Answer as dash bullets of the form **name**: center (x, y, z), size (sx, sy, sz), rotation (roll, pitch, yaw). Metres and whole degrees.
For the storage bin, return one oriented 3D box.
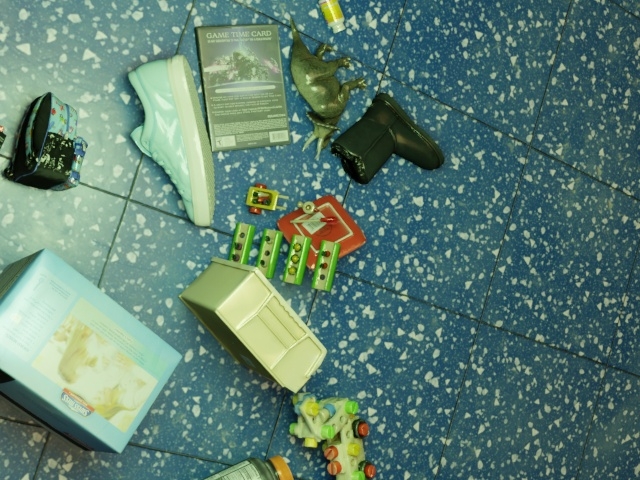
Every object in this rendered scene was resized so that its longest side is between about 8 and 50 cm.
- **storage bin**: center (-0.146, 0.179, 1.751), size (0.123, 0.262, 0.260), rotation (-45, 111, -17)

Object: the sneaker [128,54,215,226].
- **sneaker**: center (-0.317, -0.201, 1.740), size (0.150, 0.135, 0.365), rotation (-9, 104, 4)

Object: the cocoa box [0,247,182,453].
- **cocoa box**: center (-0.491, 0.217, 1.564), size (0.347, 0.228, 0.231), rotation (44, 57, -22)

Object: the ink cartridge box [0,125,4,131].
- **ink cartridge box**: center (-0.680, -0.174, 1.568), size (0.099, 0.056, 0.135), rotation (24, 82, -27)

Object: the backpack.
- **backpack**: center (-0.526, -0.193, 1.600), size (0.117, 0.158, 0.173), rotation (17, 73, -36)

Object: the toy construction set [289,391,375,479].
- **toy construction set**: center (0.018, 0.503, 1.917), size (0.215, 0.151, 0.327), rotation (-10, 106, -51)

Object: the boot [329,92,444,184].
- **boot**: center (0.159, -0.205, 1.982), size (0.246, 0.094, 0.207), rotation (45, 70, -17)

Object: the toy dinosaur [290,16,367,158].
- **toy dinosaur**: center (0.000, -0.363, 1.880), size (0.160, 0.121, 0.313), rotation (-36, 113, -34)

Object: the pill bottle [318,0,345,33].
- **pill bottle**: center (0.029, -0.531, 1.927), size (0.043, 0.043, 0.083), rotation (-30, 105, -23)

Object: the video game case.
- **video game case**: center (-0.172, -0.344, 1.843), size (0.196, 0.026, 0.274), rotation (-9, 96, -27)

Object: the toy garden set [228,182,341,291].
- **toy garden set**: center (-0.077, -0.012, 1.812), size (0.244, 0.049, 0.203), rotation (11, 85, 14)

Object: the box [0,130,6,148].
- **box**: center (-0.732, -0.166, 1.467), size (0.261, 0.103, 0.184), rotation (22, 79, -3)

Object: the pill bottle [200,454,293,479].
- **pill bottle**: center (-0.183, 0.567, 1.827), size (0.246, 0.130, 0.130), rotation (-19, 101, -26)

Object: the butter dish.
- **butter dish**: center (0.000, 0.000, 1.906), size (0.160, 0.118, 0.160), rotation (-28, 66, -19)
